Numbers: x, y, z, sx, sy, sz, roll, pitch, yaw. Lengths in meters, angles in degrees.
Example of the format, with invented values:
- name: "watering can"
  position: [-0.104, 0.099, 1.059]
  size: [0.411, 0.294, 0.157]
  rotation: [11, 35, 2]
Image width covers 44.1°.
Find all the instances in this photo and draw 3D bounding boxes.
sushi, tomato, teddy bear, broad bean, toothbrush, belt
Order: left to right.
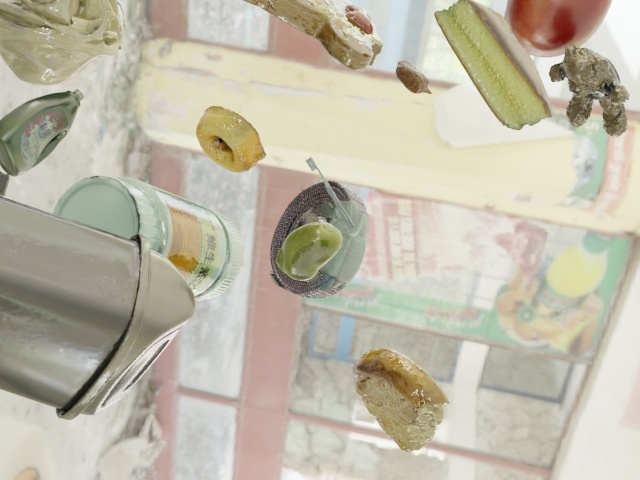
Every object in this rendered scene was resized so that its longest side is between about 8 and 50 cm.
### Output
- name: "broad bean"
  position: [-0.031, 0.022, 1.853]
  size: [0.174, 0.125, 0.082]
  rotation: [-55, -150, 30]
- name: "belt"
  position: [0.000, 0.000, 2.138]
  size: [0.122, 0.260, 0.324]
  rotation: [28, 86, -53]
- name: "toothbrush"
  position: [0.025, -0.113, 1.926]
  size: [0.219, 0.019, 0.016]
  rotation: [56, 6, -26]
- name: "sushi"
  position: [0.236, -0.411, 1.995]
  size: [0.061, 0.118, 0.060]
  rotation: [-33, 180, 42]
- name: "tomato"
  position: [0.535, -0.553, 1.775]
  size: [0.298, 0.227, 0.298]
  rotation: [8, 90, -82]
- name: "teddy bear"
  position: [0.578, -0.335, 1.682]
  size: [0.251, 0.182, 0.129]
  rotation: [43, 67, -56]

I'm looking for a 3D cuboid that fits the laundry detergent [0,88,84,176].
- name: "laundry detergent"
  position: [-0.546, -0.224, 1.552]
  size: [0.211, 0.063, 0.137]
  rotation: [-50, 157, -33]

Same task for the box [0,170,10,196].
- name: "box"
  position: [-0.874, -0.167, 1.724]
  size: [0.211, 0.350, 0.058]
  rotation: [36, 66, -63]

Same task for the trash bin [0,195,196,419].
- name: "trash bin"
  position: [-0.309, 0.075, 0.886]
  size: [0.209, 0.291, 0.182]
  rotation: [-48, -147, 32]

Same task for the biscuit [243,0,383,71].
- name: "biscuit"
  position: [-0.045, -0.503, 1.604]
  size: [0.076, 0.394, 0.368]
  rotation: [-54, -161, 26]

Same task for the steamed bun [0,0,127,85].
- name: "steamed bun"
  position: [-0.568, -0.484, 1.644]
  size: [0.267, 0.280, 0.207]
  rotation: [60, -10, 29]

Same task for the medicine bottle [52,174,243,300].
- name: "medicine bottle"
  position: [-0.245, 0.004, 1.158]
  size: [0.318, 0.158, 0.158]
  rotation: [25, 76, -70]

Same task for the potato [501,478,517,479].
- name: "potato"
  position: [0.280, 0.425, 1.185]
  size: [0.080, 0.107, 0.170]
  rotation: [-80, 167, -60]

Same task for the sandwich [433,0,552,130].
- name: "sandwich"
  position: [0.281, -0.292, 1.279]
  size: [0.090, 0.244, 0.088]
  rotation: [-30, -165, 32]

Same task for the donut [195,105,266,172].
- name: "donut"
  position: [-0.217, -0.231, 1.865]
  size: [0.074, 0.174, 0.190]
  rotation: [-55, 173, -20]

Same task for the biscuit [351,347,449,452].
- name: "biscuit"
  position: [0.159, 0.311, 1.603]
  size: [0.091, 0.213, 0.274]
  rotation: [-38, 161, -21]
